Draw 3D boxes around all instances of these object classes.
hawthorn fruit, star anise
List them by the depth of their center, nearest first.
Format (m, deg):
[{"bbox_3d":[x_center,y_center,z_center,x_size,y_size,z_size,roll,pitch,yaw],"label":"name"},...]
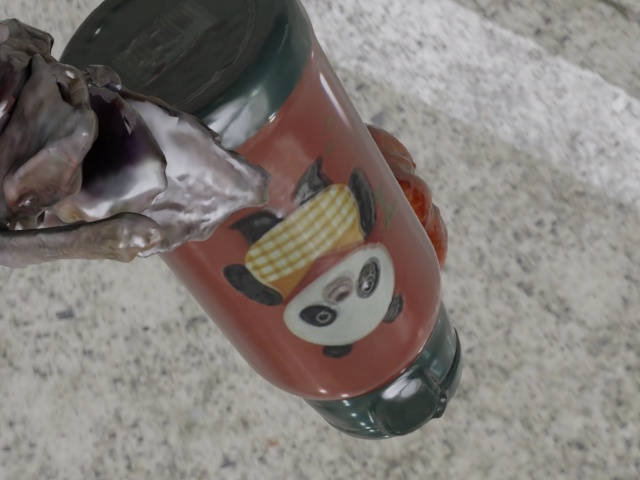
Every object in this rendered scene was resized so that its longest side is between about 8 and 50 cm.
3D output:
[{"bbox_3d":[-0.121,-0.040,0.608,0.209,0.231,0.089,22,105,-7],"label":"star anise"},{"bbox_3d":[0.000,0.000,1.303,0.203,0.162,0.163,-29,121,-1],"label":"hawthorn fruit"}]

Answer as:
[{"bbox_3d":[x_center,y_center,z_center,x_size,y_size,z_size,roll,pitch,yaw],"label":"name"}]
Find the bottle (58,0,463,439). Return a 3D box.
[{"bbox_3d":[-0.013,-0.004,0.899,0.144,0.144,0.336,-32,136,3],"label":"bottle"}]
